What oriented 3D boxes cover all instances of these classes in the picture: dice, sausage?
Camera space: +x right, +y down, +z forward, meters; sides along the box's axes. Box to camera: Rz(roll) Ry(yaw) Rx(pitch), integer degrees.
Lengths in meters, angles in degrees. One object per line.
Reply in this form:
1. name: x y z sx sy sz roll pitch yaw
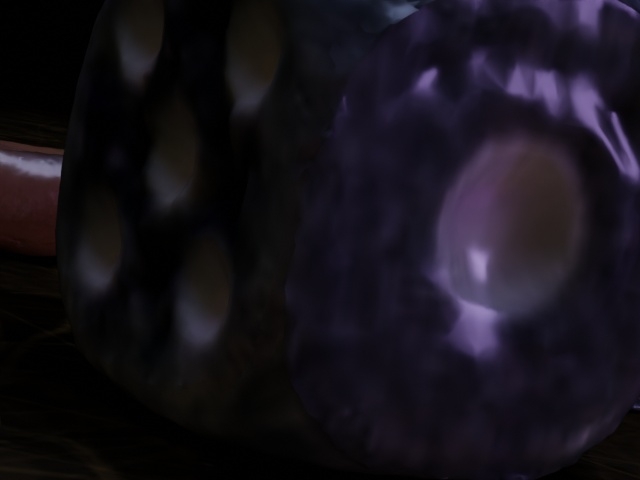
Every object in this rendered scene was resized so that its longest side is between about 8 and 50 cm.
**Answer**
1. dice: 0.018 -0.019 0.576 0.182 0.181 0.183 9 7 -35
2. sausage: -0.202 -0.032 0.869 0.304 0.078 0.078 7 7 -31

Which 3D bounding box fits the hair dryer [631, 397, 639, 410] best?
1. hair dryer: 0.060 0.044 0.812 0.195 0.050 0.173 4 7 -30
